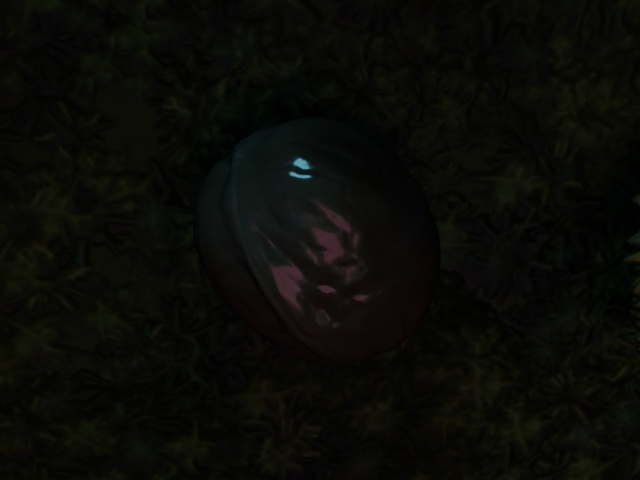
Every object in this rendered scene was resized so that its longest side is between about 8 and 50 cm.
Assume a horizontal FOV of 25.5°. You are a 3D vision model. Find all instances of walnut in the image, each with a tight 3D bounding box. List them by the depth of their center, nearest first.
[{"bbox_3d":[0.000,0.001,0.856,0.140,0.140,0.162,-41,130,10],"label":"walnut"}]

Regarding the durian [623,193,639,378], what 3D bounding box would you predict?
[{"bbox_3d":[0.303,-0.020,0.924,0.261,0.154,0.186,-15,99,-2],"label":"durian"}]
